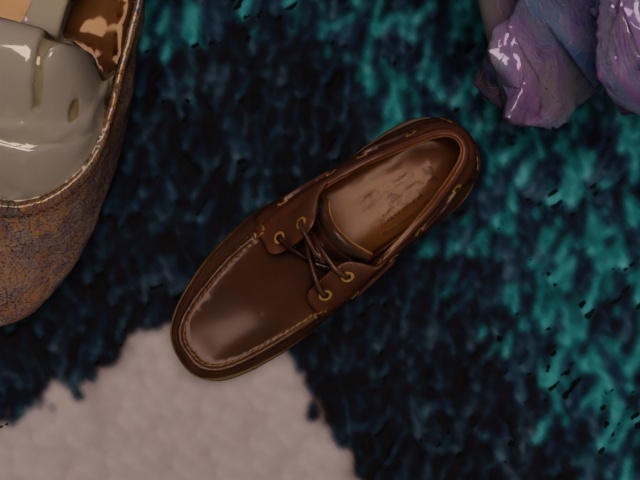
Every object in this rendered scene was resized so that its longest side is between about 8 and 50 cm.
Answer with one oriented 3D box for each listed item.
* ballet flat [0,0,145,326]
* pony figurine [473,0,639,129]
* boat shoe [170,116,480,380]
[{"bbox_3d":[-0.129,-0.114,0.760,0.107,0.106,0.316,15,87,-1],"label":"ballet flat"},{"bbox_3d":[0.092,-0.224,0.664,0.351,0.303,0.363,-35,125,-10],"label":"pony figurine"},{"bbox_3d":[0.001,0.000,0.780,0.178,0.060,0.064,-38,89,-3],"label":"boat shoe"}]
